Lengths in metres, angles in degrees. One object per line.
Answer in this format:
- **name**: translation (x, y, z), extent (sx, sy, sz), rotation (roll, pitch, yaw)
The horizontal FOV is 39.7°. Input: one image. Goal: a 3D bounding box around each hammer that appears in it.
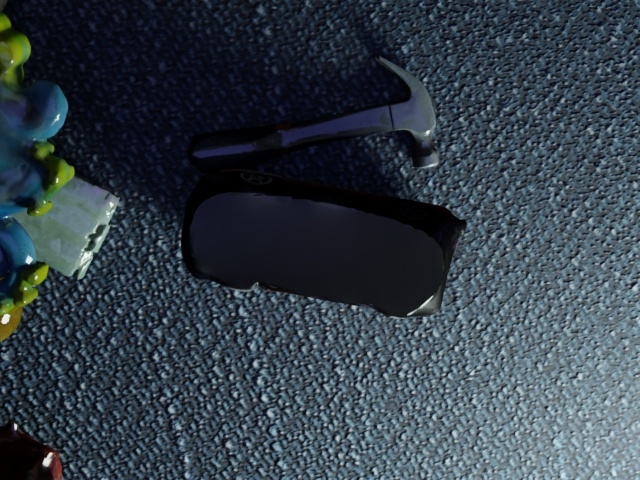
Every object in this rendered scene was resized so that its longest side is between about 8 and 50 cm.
- **hammer**: translation (-0.011, -0.130, 1.028), extent (0.290, 0.037, 0.137), rotation (-11, 101, -5)

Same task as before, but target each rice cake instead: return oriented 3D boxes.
- **rice cake**: translation (-0.340, -0.051, 1.004), extent (0.211, 0.038, 0.124), rotation (25, 96, -10)

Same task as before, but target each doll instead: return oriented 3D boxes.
- **doll**: translation (-0.391, -0.081, 0.900), extent (0.341, 0.099, 0.346), rotation (-20, 106, 18)

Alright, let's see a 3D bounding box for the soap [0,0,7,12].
- **soap**: translation (-0.398, -0.321, 0.900), extent (0.182, 0.138, 0.199), rotation (26, 96, -9)

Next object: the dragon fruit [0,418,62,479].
- **dragon fruit**: translation (-0.464, 0.342, 1.011), extent (0.329, 0.228, 0.286), rotation (13, 64, 10)

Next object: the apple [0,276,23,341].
- **apple**: translation (-0.383, 0.076, 1.002), extent (0.090, 0.074, 0.089), rotation (-1, 97, -5)

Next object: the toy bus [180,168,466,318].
- **toy bus**: translation (0.000, 0.000, 0.995), extent (0.303, 0.147, 0.127), rotation (10, 99, -6)
